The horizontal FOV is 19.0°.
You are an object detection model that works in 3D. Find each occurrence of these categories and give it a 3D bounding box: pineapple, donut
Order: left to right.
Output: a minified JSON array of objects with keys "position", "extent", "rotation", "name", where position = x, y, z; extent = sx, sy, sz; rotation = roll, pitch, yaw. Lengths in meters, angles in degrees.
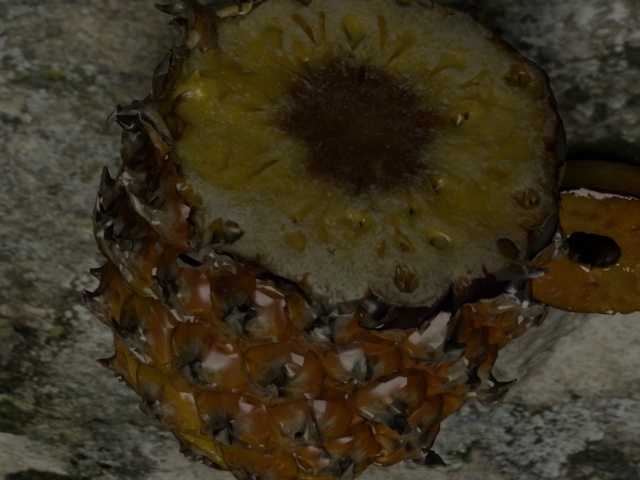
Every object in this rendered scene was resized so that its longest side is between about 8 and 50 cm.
[{"position":[-0.003,0.001,1.350],"extent":[0.352,0.352,0.300],"rotation":[14,145,-10],"name":"pineapple"},{"position":[0.214,-0.006,1.501],"extent":[0.152,0.058,0.152],"rotation":[3,135,3],"name":"donut"}]
